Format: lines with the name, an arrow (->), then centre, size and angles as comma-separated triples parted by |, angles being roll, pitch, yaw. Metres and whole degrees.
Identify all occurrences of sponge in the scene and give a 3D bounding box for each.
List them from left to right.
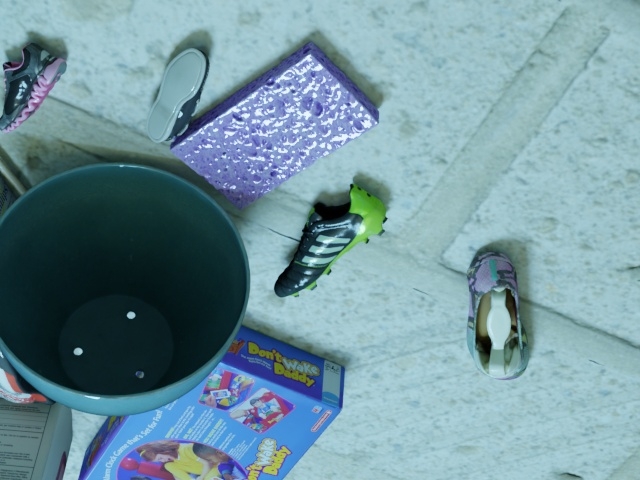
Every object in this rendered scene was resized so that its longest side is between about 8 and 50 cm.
sponge -> -0.052, -0.122, 1.448 | 0.210, 0.031, 0.117 | -31, 122, 27

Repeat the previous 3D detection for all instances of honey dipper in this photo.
honey dipper -> -0.366, -0.085, 1.510 | 0.031, 0.030, 0.160 | -18, 132, 19

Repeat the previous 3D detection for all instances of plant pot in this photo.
plant pot -> -0.234, 0.085, 1.503 | 0.290, 0.290, 0.195 | 9, 149, -4

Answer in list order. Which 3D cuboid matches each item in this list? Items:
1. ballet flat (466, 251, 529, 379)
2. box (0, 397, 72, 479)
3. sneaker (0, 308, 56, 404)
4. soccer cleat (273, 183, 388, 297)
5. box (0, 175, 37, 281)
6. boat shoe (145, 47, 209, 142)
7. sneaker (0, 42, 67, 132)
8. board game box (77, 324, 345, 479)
ballet flat -> 0.216, 0.114, 1.603 | 0.077, 0.079, 0.221 | -5, 131, 7
box -> -0.421, 0.305, 1.717 | 0.149, 0.232, 0.126 | 4, 132, 1
sneaker -> -0.417, 0.145, 1.617 | 0.145, 0.090, 0.270 | 6, 162, 4
soccer cleat -> 0.000, 0.000, 1.540 | 0.072, 0.060, 0.179 | 42, 116, -17
box -> -0.416, -0.006, 1.551 | 0.126, 0.072, 0.137 | -15, 128, 16
boat shoe -> -0.148, -0.158, 1.420 | 0.046, 0.038, 0.125 | 44, 126, 21
sneaker -> -0.326, -0.168, 1.427 | 0.057, 0.047, 0.119 | 39, 121, -8
board game box -> -0.152, 0.256, 1.757 | 0.233, 0.078, 0.347 | 24, 128, -16
